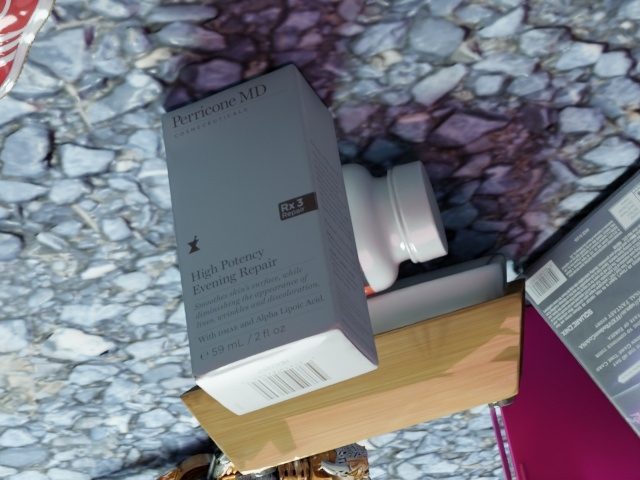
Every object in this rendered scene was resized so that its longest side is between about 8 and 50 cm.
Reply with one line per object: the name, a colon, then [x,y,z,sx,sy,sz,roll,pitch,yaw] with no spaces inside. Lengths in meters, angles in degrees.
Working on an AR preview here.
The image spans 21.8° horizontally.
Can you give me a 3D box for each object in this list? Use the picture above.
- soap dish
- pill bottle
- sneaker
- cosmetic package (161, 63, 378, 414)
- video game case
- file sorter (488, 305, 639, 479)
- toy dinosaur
soap dish: [0.045,0.105,1.440,0.291,0.118,0.229,-18,180,8]
pill bottle: [0.000,0.000,1.343,0.193,0.108,0.108,-17,149,10]
sneaker: [-0.226,-0.141,1.105,0.067,0.042,0.118,5,138,-32]
cosmetic package: [-0.040,-0.002,1.207,0.117,0.231,0.085,-20,148,14]
video game case: [0.316,0.090,1.464,0.026,0.274,0.196,-31,169,-45]
file sorter: [0.319,0.175,1.648,0.290,0.202,0.182,-10,152,-1]
toy dinosaur: [-0.105,0.288,1.791,0.322,0.164,0.218,2,136,13]
